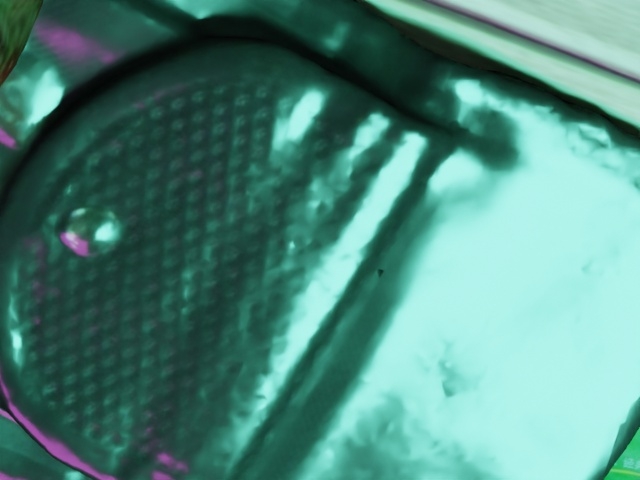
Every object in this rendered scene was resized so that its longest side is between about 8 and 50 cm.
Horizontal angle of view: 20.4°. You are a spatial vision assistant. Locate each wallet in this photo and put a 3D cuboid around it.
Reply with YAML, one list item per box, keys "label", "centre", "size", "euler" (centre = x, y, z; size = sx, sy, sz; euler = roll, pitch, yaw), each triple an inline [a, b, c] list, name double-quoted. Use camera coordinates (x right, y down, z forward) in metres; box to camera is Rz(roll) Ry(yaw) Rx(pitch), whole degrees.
- label: "wallet"
  centre: [-0.011, 0.024, 0.687]
  size: [0.323, 0.247, 0.041]
  euler: [25, -160, -22]

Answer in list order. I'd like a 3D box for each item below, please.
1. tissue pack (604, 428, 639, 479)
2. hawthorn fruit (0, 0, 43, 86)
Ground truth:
- label: "tissue pack"
  centre: [0.092, 0.054, 0.811]
  size: [0.209, 0.148, 0.156]
  euler: [19, 153, -1]
- label: "hawthorn fruit"
  centre: [-0.195, -0.103, 0.499]
  size: [0.235, 0.181, 0.181]
  euler: [17, 169, 8]
